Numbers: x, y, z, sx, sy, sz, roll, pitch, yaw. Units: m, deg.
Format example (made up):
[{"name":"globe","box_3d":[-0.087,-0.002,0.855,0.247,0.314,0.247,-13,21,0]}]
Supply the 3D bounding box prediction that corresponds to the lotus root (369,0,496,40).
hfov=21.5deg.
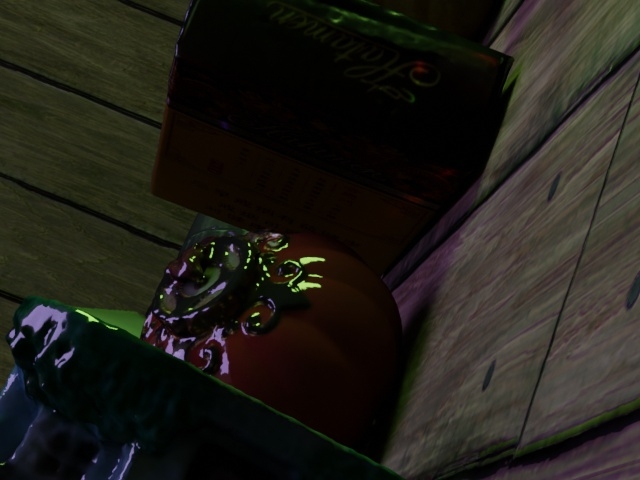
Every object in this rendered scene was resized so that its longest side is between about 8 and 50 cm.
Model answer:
[{"name":"lotus root","box_3d":[0.101,-0.284,1.723,0.180,0.188,0.199,92,-166,-59]}]

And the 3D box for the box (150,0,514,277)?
[{"name":"box","box_3d":[-0.008,-0.098,1.519,0.415,0.264,0.116,118,174,-73]}]

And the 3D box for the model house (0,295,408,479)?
[{"name":"model house","box_3d":[-0.107,0.211,0.993,0.249,0.280,0.230,-63,1,-14]}]

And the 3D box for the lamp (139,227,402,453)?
[{"name":"lamp","box_3d":[-0.047,0.090,1.327,0.227,0.227,0.227,-158,90,-86]}]

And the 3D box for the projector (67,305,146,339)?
[{"name":"projector","box_3d":[-0.235,0.247,2.109,0.248,0.249,0.248,9,-74,-57]}]

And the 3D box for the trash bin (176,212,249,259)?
[{"name":"trash bin","box_3d":[-0.031,-0.039,1.967,0.252,0.203,0.301,57,-140,-40]}]
